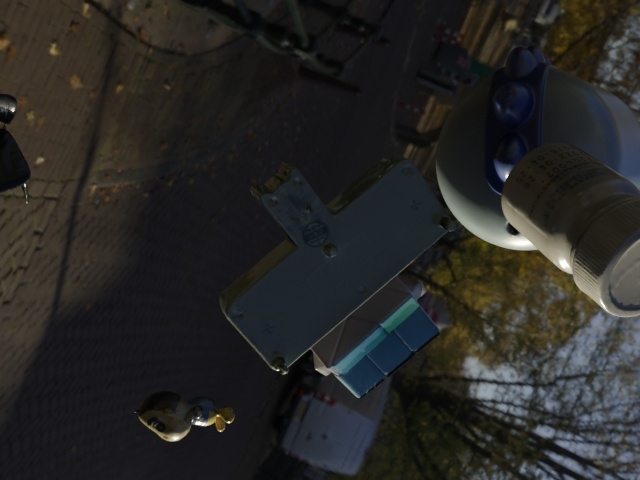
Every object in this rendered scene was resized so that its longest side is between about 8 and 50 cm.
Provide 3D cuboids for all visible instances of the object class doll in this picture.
[{"bbox_3d":[-0.246,0.320,1.282,0.102,0.179,0.088,-51,-148,46],"label":"doll"}]

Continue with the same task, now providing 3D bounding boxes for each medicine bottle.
[{"bbox_3d":[0.253,-0.016,0.666,0.105,0.105,0.168,-68,-153,24],"label":"medicine bottle"}]

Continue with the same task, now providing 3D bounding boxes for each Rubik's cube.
[{"bbox_3d":[0.078,0.184,1.830,0.387,0.368,0.358,-39,150,0],"label":"Rubik's cube"}]

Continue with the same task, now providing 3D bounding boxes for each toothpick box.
[{"bbox_3d":[0.294,-0.121,0.954,0.355,0.263,0.263,-12,128,-60],"label":"toothpick box"}]

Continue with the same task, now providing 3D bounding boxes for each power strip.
[{"bbox_3d":[0.000,0.000,0.632,0.216,0.145,0.061,-41,-157,-5],"label":"power strip"}]

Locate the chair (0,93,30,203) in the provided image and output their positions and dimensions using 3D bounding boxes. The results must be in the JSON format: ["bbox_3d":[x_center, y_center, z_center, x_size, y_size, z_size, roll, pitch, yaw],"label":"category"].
[{"bbox_3d":[-0.603,-0.151,1.284,0.140,0.145,0.221,-22,172,-35],"label":"chair"}]
